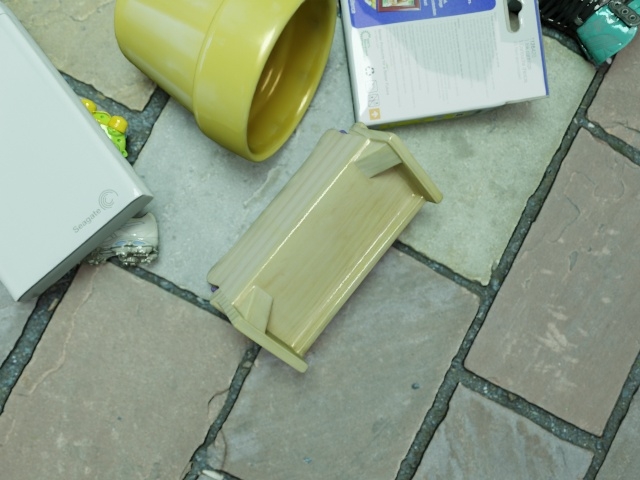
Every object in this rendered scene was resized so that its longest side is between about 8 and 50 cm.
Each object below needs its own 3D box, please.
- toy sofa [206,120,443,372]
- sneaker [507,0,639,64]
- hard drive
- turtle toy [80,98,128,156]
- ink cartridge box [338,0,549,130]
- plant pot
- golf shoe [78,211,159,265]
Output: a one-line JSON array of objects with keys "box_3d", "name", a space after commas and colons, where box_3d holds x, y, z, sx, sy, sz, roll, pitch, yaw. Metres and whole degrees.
[{"box_3d": [0.000, 0.000, 0.754, 0.150, 0.177, 0.363, 42, 83, -32], "name": "toy sofa"}, {"box_3d": [0.445, -0.389, 0.823, 0.295, 0.124, 0.179, -15, 83, -10], "name": "sneaker"}, {"box_3d": [-0.429, -0.126, 0.670, 0.233, 0.047, 0.353, -39, 86, 4], "name": "hard drive"}, {"box_3d": [-0.348, -0.159, 0.721, 0.130, 0.066, 0.095, 29, 92, -7], "name": "turtle toy"}, {"box_3d": [0.189, -0.351, 0.783, 0.306, 0.072, 0.304, -8, 92, -2], "name": "ink cartridge box"}, {"box_3d": [-0.138, -0.275, 0.679, 0.238, 0.254, 0.254, 28, 86, 8], "name": "plant pot"}, {"box_3d": [-0.336, -0.009, 0.737, 0.176, 0.069, 0.086, 2, 65, -8], "name": "golf shoe"}]
